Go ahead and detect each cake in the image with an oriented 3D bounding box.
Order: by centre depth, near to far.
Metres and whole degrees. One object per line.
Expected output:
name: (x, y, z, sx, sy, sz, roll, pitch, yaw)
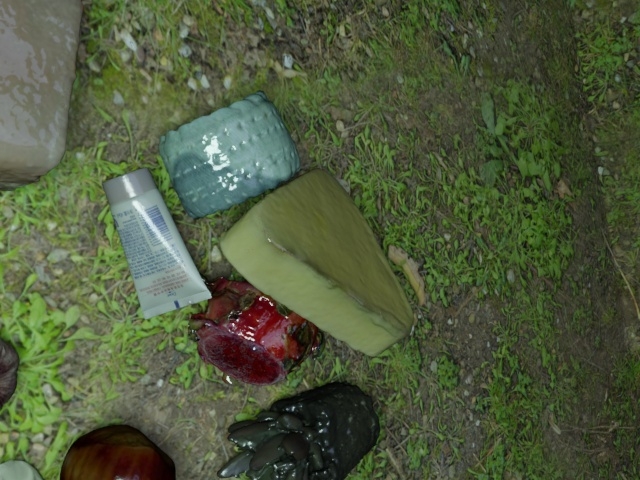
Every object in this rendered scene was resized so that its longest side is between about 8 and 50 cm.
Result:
cake: (-0.480, -0.230, 0.976, 0.230, 0.237, 0.309, 7, 83, -39)

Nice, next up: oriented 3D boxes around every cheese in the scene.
cheese: (0.001, 0.000, 1.317, 0.384, 0.104, 0.384, 38, 28, -24)

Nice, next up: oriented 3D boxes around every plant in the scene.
plant: (-0.031, 0.384, 1.348, 0.320, 0.194, 0.182, -20, 95, -45)

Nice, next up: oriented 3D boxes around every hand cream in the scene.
hand cream: (-0.281, 0.003, 1.217, 0.083, 0.133, 0.248, -42, 115, -71)

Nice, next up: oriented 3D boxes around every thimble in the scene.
thimble: (-0.156, -0.155, 1.283, 0.250, 0.205, 0.172, -28, 99, -34)

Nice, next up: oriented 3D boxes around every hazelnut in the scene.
hazelnut: (-0.310, 0.369, 1.087, 0.178, 0.204, 0.178, 9, 71, -27)

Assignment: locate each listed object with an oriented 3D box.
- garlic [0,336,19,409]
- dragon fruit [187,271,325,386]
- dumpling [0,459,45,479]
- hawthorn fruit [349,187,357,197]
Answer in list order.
garlic: (-0.495, 0.192, 1.002, 0.159, 0.102, 0.147, -37, 109, -39)
dragon fruit: (-0.133, 0.171, 1.284, 0.282, 0.211, 0.147, 28, 65, -10)
dumpling: (-0.426, 0.418, 1.044, 0.216, 0.126, 0.166, 45, 30, -19)
hawthorn fruit: (0.050, 0.027, 1.496, 0.165, 0.165, 0.286, 3, 79, -42)
